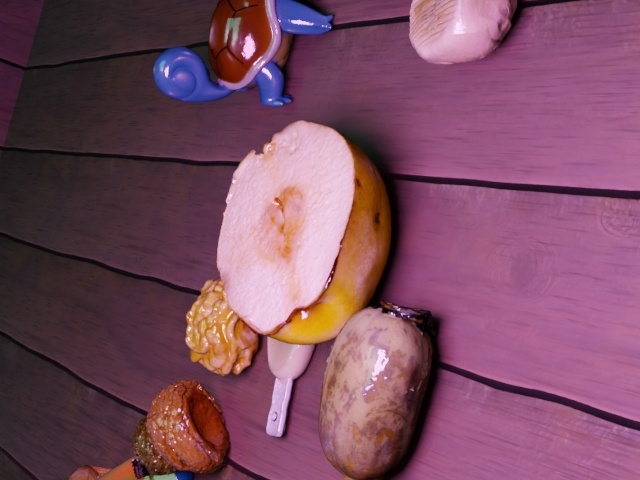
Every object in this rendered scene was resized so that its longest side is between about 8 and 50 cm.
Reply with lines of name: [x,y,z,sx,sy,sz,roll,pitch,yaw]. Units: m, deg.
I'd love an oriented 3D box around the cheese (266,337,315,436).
cheese: [-0.063,0.228,1.816,0.127,0.050,0.235,-2,73,53]

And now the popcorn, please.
popcorn: [-0.180,0.149,1.941,0.163,0.140,0.194,30,99,50]

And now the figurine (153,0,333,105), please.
figurine: [-0.140,-0.415,2.091,0.416,0.243,0.298,-50,26,-3]

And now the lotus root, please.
lotus root: [0.079,0.241,1.532,0.173,0.173,0.309,21,100,56]

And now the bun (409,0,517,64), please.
bun: [0.225,-0.353,1.603,0.193,0.128,0.178,-20,59,62]

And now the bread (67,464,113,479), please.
bread: [-0.476,0.582,2.198,0.199,0.104,0.199,-20,62,44]

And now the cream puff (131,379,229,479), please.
cream puff: [-0.279,0.372,1.918,0.169,0.183,0.183,-29,50,15]

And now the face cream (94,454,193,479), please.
face cream: [-0.369,0.501,2.039,0.285,0.067,0.139,-33,58,15]

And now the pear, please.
pear: [0.000,0.000,1.702,0.340,0.191,0.386,-37,46,33]
